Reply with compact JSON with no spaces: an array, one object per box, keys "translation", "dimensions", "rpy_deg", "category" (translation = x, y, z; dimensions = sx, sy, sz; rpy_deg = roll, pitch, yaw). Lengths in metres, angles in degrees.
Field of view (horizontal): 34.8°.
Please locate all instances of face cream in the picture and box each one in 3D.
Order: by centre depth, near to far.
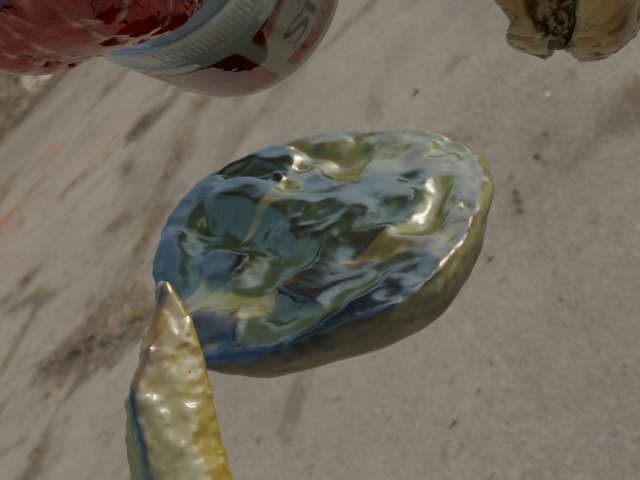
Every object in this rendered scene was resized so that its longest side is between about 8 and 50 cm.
[{"translation":[-0.100,-0.222,0.798],"dimensions":[0.201,0.201,0.187],"rpy_deg":[-42,-13,12],"category":"face cream"}]

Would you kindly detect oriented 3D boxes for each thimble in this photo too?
[{"translation":[-0.149,-0.181,0.571],"dimensions":[0.125,0.163,0.189],"rpy_deg":[-12,12,27],"category":"thimble"}]

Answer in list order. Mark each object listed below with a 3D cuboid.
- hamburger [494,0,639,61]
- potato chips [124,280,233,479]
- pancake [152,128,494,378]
[{"translation":[0.251,-0.310,0.940],"dimensions":[0.144,0.283,0.259],"rpy_deg":[5,2,22],"category":"hamburger"},{"translation":[-0.017,0.208,0.463],"dimensions":[0.080,0.407,0.057],"rpy_deg":[-23,-19,-17],"category":"potato chips"},{"translation":[0.000,0.000,0.776],"dimensions":[0.294,0.050,0.294],"rpy_deg":[-14,32,9],"category":"pancake"}]
